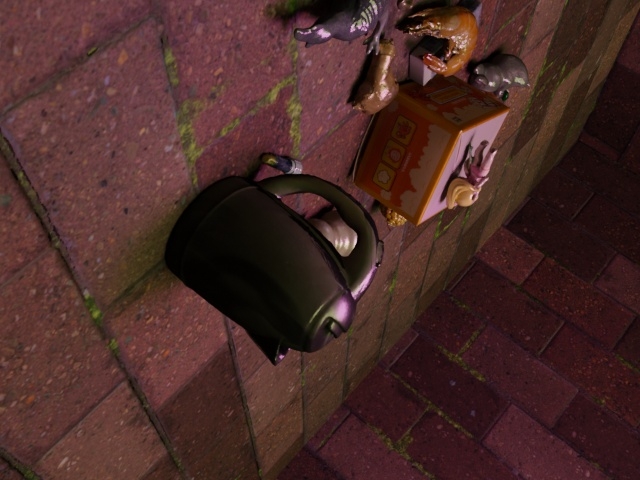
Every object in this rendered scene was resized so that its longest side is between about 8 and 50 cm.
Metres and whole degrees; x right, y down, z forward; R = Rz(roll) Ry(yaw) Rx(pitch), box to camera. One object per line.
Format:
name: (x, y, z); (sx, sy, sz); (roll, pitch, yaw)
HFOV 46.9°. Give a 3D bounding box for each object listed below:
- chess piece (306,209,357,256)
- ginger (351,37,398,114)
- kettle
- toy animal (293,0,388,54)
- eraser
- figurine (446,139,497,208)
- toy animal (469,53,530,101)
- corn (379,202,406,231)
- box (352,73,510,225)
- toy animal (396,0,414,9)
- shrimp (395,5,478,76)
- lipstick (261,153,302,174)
chess piece: (0.000, 0.000, 1.683); (0.243, 0.133, 0.133); (-12, 135, -55)
ginger: (0.127, -0.326, 1.492); (0.096, 0.067, 0.165); (-4, 132, -36)
kettle: (-0.053, 0.033, 1.313); (0.321, 0.324, 0.228); (-49, 160, -11)
toy animal: (0.083, -0.409, 1.245); (0.367, 0.081, 0.206); (-52, 162, -15)
eraser: (0.283, -0.450, 1.664); (0.212, 0.046, 0.092); (-47, 158, -16)
figurine: (0.335, -0.143, 1.648); (0.083, 0.083, 0.187); (-37, 159, -38)
toy animal: (0.469, -0.454, 2.030); (0.236, 0.138, 0.108); (-4, 172, -36)
corn: (0.249, -0.170, 1.985); (0.310, 0.101, 0.101); (-62, 159, 10)
box: (0.257, -0.226, 1.739); (0.283, 0.213, 0.260); (-29, 146, -50)
toy animal: (0.219, -0.548, 1.284); (0.097, 0.157, 0.312); (21, 102, -25)
shrimp: (0.250, -0.427, 1.554); (0.248, 0.068, 0.150); (-1, 107, -43)
lipstick: (-0.075, -0.147, 1.398); (0.037, 0.037, 0.116); (-57, 156, 9)
